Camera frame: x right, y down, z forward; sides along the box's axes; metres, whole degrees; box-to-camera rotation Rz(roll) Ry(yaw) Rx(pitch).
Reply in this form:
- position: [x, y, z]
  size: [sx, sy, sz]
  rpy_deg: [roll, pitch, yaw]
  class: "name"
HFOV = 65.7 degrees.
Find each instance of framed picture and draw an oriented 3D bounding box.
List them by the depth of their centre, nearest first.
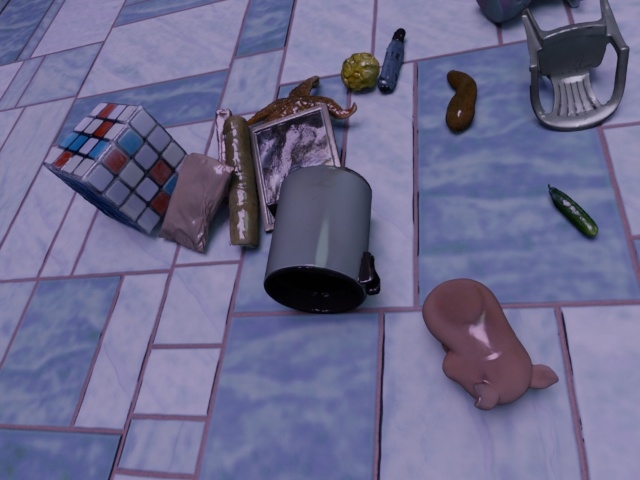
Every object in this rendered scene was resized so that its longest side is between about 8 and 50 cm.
- position: [-0.063, -0.196, 1.319]
  size: [0.240, 0.020, 0.324]
  rpy_deg: [-14, 68, 11]
  class: "framed picture"

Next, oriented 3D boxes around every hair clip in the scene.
- position: [-0.269, -0.225, 1.405]
  size: [0.173, 0.069, 0.300]
  rpy_deg: [-2, 73, 2]
  class: "hair clip"

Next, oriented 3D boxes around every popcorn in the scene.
- position: [0.120, -0.494, 1.452]
  size: [0.116, 0.120, 0.106]
  rpy_deg: [46, 40, 12]
  class: "popcorn"

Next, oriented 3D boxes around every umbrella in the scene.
- position: [0.217, -0.537, 1.469]
  size: [0.053, 0.052, 0.250]
  rpy_deg: [7, 62, 22]
  class: "umbrella"

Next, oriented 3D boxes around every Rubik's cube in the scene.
- position: [-0.549, -0.207, 1.389]
  size: [0.256, 0.259, 0.253]
  rpy_deg: [19, 69, 39]
  class: "Rubik's cube"

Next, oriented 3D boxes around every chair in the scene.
- position: [0.603, -0.426, 1.192]
  size: [0.203, 0.190, 0.274]
  rpy_deg: [-4, 49, 19]
  class: "chair"

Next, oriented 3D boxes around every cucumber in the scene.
- position: [0.534, -0.064, 1.054]
  size: [0.037, 0.037, 0.155]
  rpy_deg: [-28, 55, 1]
  class: "cucumber"

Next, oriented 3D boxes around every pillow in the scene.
- position: [-0.329, -0.096, 1.309]
  size: [0.173, 0.067, 0.270]
  rpy_deg: [28, 104, 25]
  class: "pillow"

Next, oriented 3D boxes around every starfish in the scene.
- position: [-0.066, -0.373, 1.442]
  size: [0.375, 0.094, 0.327]
  rpy_deg: [11, 64, 31]
  class: "starfish"

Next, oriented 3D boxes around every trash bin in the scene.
- position: [0.000, 0.000, 1.094]
  size: [0.277, 0.217, 0.262]
  rpy_deg: [-4, 57, 19]
  class: "trash bin"

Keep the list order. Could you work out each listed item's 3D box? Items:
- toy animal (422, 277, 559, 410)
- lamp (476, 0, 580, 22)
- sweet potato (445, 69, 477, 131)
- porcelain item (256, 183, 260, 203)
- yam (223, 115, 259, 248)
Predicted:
- position: [0.288, 0.181, 0.910]
  size: [0.166, 0.154, 0.250]
  rpy_deg: [-24, 56, -6]
  class: "toy animal"
- position: [0.610, -0.734, 1.378]
  size: [0.301, 0.247, 0.247]
  rpy_deg: [-31, 84, 7]
  class: "lamp"
- position: [0.371, -0.380, 1.308]
  size: [0.081, 0.062, 0.233]
  rpy_deg: [-3, 54, 20]
  class: "sweet potato"
- position: [-0.150, -0.127, 1.353]
  size: [0.075, 0.021, 0.136]
  rpy_deg: [-42, 54, -9]
  class: "porcelain item"
- position: [-0.209, -0.155, 1.312]
  size: [0.083, 0.083, 0.371]
  rpy_deg: [-11, 70, 13]
  class: "yam"
